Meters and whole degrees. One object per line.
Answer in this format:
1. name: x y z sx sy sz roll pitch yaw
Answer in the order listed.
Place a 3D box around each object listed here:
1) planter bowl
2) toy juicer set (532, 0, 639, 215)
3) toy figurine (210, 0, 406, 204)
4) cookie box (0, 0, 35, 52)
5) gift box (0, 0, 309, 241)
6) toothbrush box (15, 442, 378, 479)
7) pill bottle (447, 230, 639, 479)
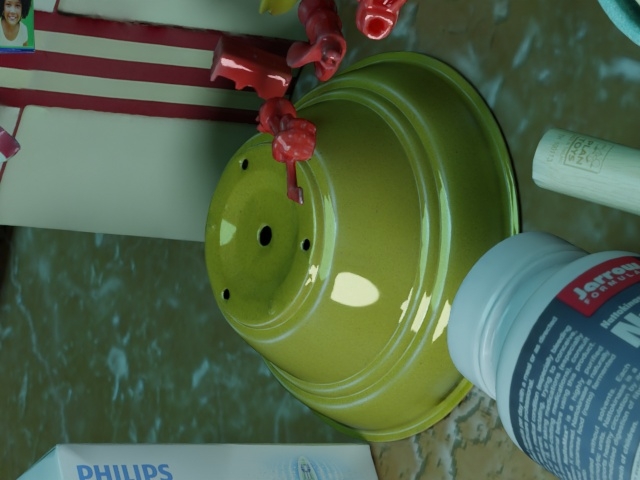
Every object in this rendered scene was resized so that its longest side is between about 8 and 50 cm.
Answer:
1. planter bowl: 0.000 0.000 1.050 0.217 0.090 0.217 -8 80 51
2. toy juicer set: 0.146 -0.134 0.849 0.209 0.089 0.329 -6 82 30
3. toy figurine: -0.047 -0.218 0.898 0.191 0.217 0.362 -94 26 -52
4. cookie box: -0.192 -0.147 0.981 0.092 0.040 0.107 2 96 30
5. gift box: -0.157 -0.148 1.127 0.276 0.258 0.255 35 113 48
6. toothbrush box: -0.048 0.254 0.989 0.122 0.206 0.283 -41 56 41
7. pill bottle: 0.141 0.066 0.856 0.180 0.108 0.108 33 111 47
